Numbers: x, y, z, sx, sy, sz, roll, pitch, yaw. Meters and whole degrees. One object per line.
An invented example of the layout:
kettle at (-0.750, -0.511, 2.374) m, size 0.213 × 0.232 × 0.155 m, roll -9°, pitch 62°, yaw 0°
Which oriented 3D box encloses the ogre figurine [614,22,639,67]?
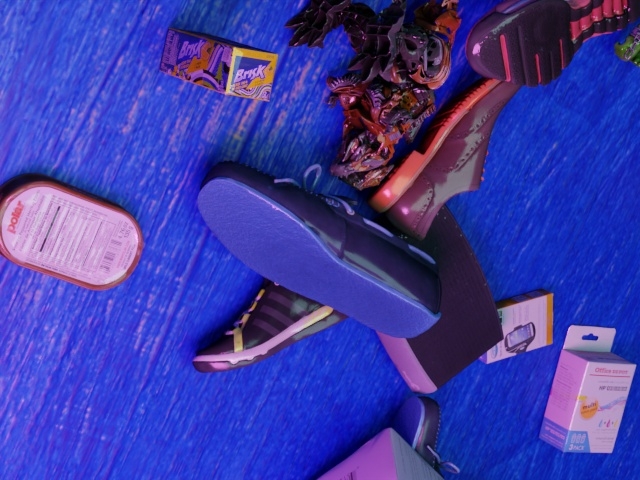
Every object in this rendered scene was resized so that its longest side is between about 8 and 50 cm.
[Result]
ogre figurine at (0.507, -0.291, 1.936) m, size 0.197 × 0.097 × 0.118 m, roll 17°, pitch 115°, yaw -20°

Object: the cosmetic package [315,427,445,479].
cosmetic package at (0.140, 0.461, 1.818) m, size 0.217 × 0.156 × 0.385 m, roll -37°, pitch 112°, yaw 14°

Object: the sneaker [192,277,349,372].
sneaker at (-0.067, 0.090, 1.719) m, size 0.234 × 0.084 × 0.097 m, roll -24°, pitch 93°, yaw -25°

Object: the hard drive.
hard drive at (0.146, 0.071, 1.833) m, size 0.172 × 0.054 × 0.255 m, roll -34°, pitch 115°, yaw -17°

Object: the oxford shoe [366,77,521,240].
oxford shoe at (0.180, -0.118, 1.763) m, size 0.098 × 0.097 × 0.271 m, roll 43°, pitch 86°, yaw -6°

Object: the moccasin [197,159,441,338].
moccasin at (0.000, 0.000, 1.678) m, size 0.342 × 0.137 × 0.117 m, roll 35°, pitch 47°, yaw -22°

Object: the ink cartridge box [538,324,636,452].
ink cartridge box at (0.405, 0.224, 2.055) m, size 0.104 × 0.061 × 0.181 m, roll 6°, pitch 102°, yaw -34°

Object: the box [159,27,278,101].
box at (-0.114, -0.197, 1.522) m, size 0.059 × 0.169 × 0.054 m, roll 5°, pitch 103°, yaw -33°

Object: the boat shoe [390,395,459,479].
boat shoe at (0.132, 0.329, 1.901) m, size 0.089 × 0.109 × 0.258 m, roll 7°, pitch 117°, yaw -15°

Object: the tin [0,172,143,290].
tin at (-0.288, -0.009, 1.558) m, size 0.189 × 0.040 × 0.106 m, roll 22°, pitch 89°, yaw -35°

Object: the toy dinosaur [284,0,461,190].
toy dinosaur at (0.085, -0.227, 1.683) m, size 0.218 × 0.164 × 0.322 m, roll 25°, pitch 73°, yaw -50°

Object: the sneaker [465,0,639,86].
sneaker at (0.281, -0.289, 1.759) m, size 0.313 × 0.136 × 0.116 m, roll -29°, pitch 127°, yaw -31°

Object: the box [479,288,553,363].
box at (0.272, 0.124, 1.961) m, size 0.136 × 0.028 × 0.081 m, roll -12°, pitch 112°, yaw -26°
